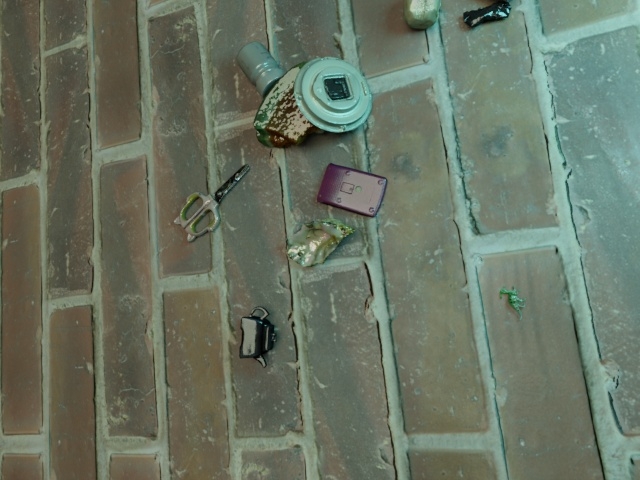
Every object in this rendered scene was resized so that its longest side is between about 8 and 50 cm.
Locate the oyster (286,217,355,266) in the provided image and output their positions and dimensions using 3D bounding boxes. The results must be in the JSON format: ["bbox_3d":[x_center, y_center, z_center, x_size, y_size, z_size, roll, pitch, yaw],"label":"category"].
[{"bbox_3d":[-0.008,-0.004,1.324,0.133,0.072,0.209,48,120,12],"label":"oyster"}]

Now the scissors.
[{"bbox_3d":[-0.346,-0.134,1.477,0.317,0.024,0.160,-44,72,10],"label":"scissors"}]

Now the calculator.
[{"bbox_3d":[0.090,-0.148,1.320,0.191,0.034,0.126,17,88,20],"label":"calculator"}]

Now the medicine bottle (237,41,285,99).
[{"bbox_3d":[-0.180,-0.528,1.423,0.105,0.105,0.168,-38,72,12],"label":"medicine bottle"}]

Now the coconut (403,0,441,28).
[{"bbox_3d":[0.288,-0.664,1.272,0.110,0.110,0.124,5,92,20],"label":"coconut"}]

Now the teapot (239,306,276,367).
[{"bbox_3d":[-0.176,0.284,1.337,0.096,0.087,0.177,0,84,15],"label":"teapot"}]

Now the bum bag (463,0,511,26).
[{"bbox_3d":[0.456,-0.619,1.243,0.125,0.034,0.057,-11,72,17],"label":"bum bag"}]

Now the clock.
[{"bbox_3d":[0.044,-0.426,1.296,0.237,0.053,0.236,3,80,-17],"label":"clock"}]

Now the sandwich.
[{"bbox_3d":[-0.081,-0.387,1.368,0.292,0.109,0.212,-33,74,13],"label":"sandwich"}]

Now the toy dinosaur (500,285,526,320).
[{"bbox_3d":[0.484,0.155,1.150,0.063,0.021,0.083,11,84,27],"label":"toy dinosaur"}]

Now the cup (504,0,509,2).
[{"bbox_3d":[0.485,-0.718,1.217,0.129,0.095,0.128,40,59,16],"label":"cup"}]
